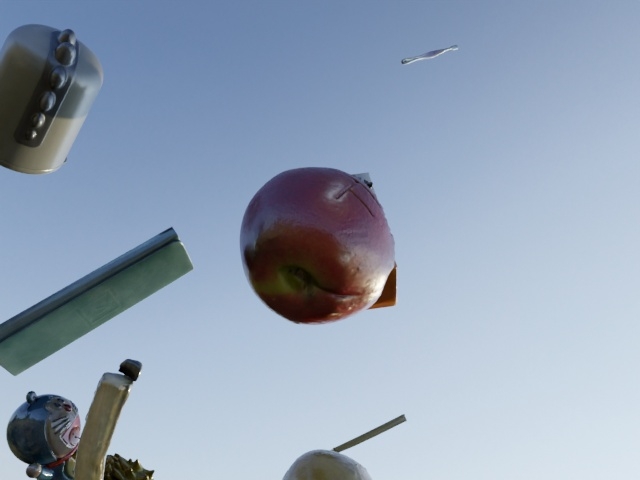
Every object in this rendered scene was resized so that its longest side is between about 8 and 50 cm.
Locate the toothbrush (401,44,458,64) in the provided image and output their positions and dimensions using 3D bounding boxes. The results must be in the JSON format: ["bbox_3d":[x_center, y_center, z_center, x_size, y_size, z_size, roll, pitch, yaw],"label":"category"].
[{"bbox_3d":[0.185,-0.313,1.066,0.013,0.131,0.011,-23,-90,59],"label":"toothbrush"}]

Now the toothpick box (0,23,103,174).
[{"bbox_3d":[-0.595,-0.310,1.349,0.229,0.229,0.316,33,-63,-14],"label":"toothpick box"}]

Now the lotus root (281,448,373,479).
[{"bbox_3d":[0.016,0.357,0.857,0.146,0.130,0.303,33,-12,13],"label":"lotus root"}]

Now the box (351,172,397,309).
[{"bbox_3d":[0.042,0.007,1.510,0.225,0.341,0.143,-7,-44,-3],"label":"box"}]

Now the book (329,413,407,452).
[{"bbox_3d":[0.080,0.439,1.385,0.170,0.018,0.241,-19,-19,-19],"label":"book"}]

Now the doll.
[{"bbox_3d":[-0.336,0.255,0.790,0.086,0.114,0.151,-14,-77,2],"label":"doll"}]

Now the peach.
[{"bbox_3d":[0.000,0.000,0.825,0.196,0.226,0.189,-3,-64,18],"label":"peach"}]

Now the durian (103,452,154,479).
[{"bbox_3d":[-0.331,0.471,0.998,0.187,0.153,0.260,6,-66,-8],"label":"durian"}]

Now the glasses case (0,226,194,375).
[{"bbox_3d":[-0.295,0.080,0.829,0.056,0.266,0.105,57,-15,5],"label":"glasses case"}]

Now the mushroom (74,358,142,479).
[{"bbox_3d":[-0.185,0.197,0.545,0.060,0.186,0.061,8,2,-34],"label":"mushroom"}]
